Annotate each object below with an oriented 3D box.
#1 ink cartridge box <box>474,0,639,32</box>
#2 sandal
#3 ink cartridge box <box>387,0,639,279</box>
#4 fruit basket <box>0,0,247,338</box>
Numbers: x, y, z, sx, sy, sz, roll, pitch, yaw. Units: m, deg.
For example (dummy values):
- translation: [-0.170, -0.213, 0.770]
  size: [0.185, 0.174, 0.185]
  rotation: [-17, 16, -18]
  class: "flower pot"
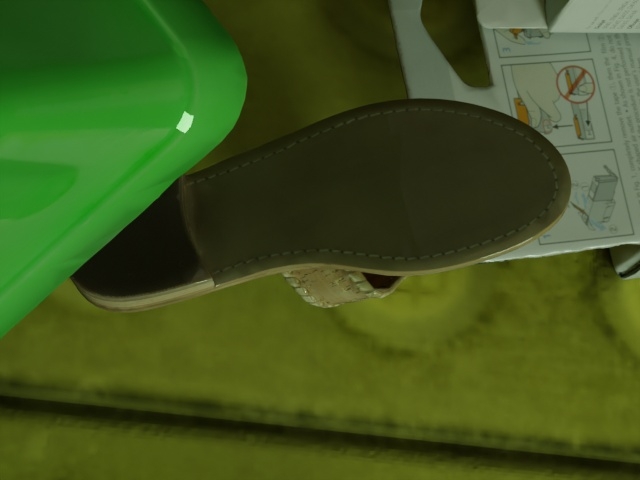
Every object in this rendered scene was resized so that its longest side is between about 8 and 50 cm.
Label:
- translation: [0.169, -0.165, 0.933]
  size: [0.180, 0.060, 0.104]
  rotation: [-2, 72, -15]
  class: "ink cartridge box"
- translation: [-0.001, -0.006, 0.877]
  size: [0.240, 0.079, 0.088]
  rotation: [-10, 71, 1]
  class: "sandal"
- translation: [0.145, -0.115, 0.974]
  size: [0.239, 0.060, 0.275]
  rotation: [-6, 73, -15]
  class: "ink cartridge box"
- translation: [-0.199, -0.141, 0.793]
  size: [0.392, 0.283, 0.392]
  rotation: [42, 21, -20]
  class: "fruit basket"
